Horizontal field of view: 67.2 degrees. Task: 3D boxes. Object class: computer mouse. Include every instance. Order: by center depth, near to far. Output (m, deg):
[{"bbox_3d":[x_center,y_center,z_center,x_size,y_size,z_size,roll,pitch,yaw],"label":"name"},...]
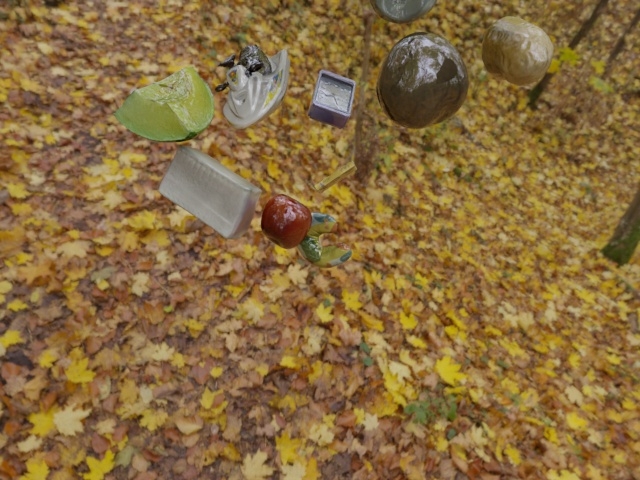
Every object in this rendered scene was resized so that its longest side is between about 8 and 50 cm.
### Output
[{"bbox_3d":[0.241,-0.757,1.313,0.197,0.331,0.095,10,1,13],"label":"computer mouse"}]

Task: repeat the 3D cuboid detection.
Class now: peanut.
[{"bbox_3d":[0.424,-0.412,1.052,0.129,0.129,0.224,6,31,-4],"label":"peanut"}]

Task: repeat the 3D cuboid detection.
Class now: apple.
[{"bbox_3d":[-0.124,-0.069,1.707,0.180,0.181,0.169,29,80,18],"label":"apple"}]

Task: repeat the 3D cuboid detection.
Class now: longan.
[{"bbox_3d":[0.261,-0.398,1.217,0.245,0.246,0.215,-2,16,-12],"label":"longan"}]

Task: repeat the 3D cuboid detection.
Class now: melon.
[{"bbox_3d":[-0.536,-0.511,1.783,0.330,0.226,0.343,9,29,18],"label":"melon"}]

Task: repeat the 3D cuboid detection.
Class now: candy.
[{"bbox_3d":[-0.402,-0.181,1.781,0.358,0.208,0.145,32,13,13],"label":"candy"}]

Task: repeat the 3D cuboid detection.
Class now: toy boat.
[{"bbox_3d":[-0.138,-0.328,0.995,0.140,0.141,0.270,12,32,1],"label":"toy boat"}]

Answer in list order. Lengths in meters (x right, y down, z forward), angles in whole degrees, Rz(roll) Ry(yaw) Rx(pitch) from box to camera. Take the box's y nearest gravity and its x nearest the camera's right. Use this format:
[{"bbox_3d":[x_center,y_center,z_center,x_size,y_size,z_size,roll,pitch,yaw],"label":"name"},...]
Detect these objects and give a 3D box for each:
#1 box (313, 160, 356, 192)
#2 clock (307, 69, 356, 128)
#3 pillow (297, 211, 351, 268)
[{"bbox_3d":[0.046,-0.195,1.502,0.149,0.073,0.020,-33,84,8],"label":"box"},{"bbox_3d":[0.043,-0.497,1.697,0.144,0.073,0.194,16,57,-9],"label":"clock"},{"bbox_3d":[0.000,0.000,1.847,0.214,0.234,0.086,-18,12,32],"label":"pillow"}]
